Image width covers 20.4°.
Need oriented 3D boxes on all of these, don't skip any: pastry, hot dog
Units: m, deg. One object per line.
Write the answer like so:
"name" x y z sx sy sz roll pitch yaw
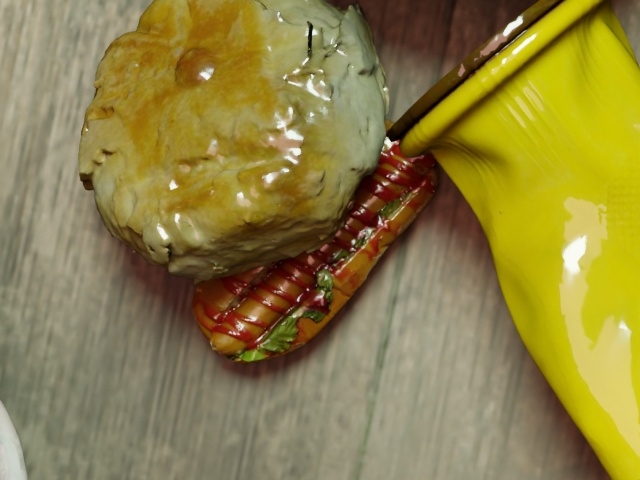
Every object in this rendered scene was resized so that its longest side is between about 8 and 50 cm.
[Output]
"pastry" -0.041 -0.053 0.798 0.153 0.081 0.153 -11 69 31
"hot dog" 0.000 0.000 0.824 0.144 0.038 0.062 -44 81 5

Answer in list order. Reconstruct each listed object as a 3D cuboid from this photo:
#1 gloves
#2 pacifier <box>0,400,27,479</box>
"gloves" 0.165 0.033 0.745 0.133 0.116 0.294 -39 87 19
"pacifier" -0.265 0.074 0.783 0.220 0.273 0.332 -29 83 -9
